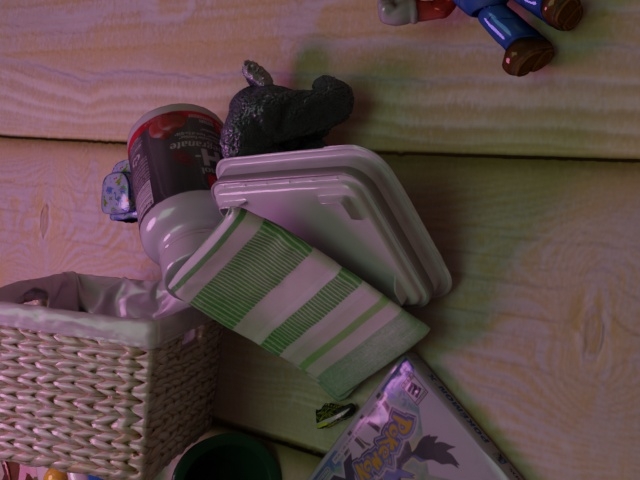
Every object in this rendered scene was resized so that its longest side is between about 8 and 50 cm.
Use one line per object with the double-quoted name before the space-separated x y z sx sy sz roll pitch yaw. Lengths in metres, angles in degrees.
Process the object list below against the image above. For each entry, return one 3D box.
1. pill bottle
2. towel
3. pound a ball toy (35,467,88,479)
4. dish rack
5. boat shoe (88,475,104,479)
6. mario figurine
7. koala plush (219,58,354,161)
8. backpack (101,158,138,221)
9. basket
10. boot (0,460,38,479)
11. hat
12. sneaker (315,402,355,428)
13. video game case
"pill bottle" -0.214 -0.060 1.619 0.176 0.176 0.318 -45 44 30
"towel" -0.041 0.097 1.433 0.325 0.038 0.248 35 136 -9
"pound a ball toy" -0.494 0.490 1.883 0.208 0.136 0.319 -27 69 23
"dish rack" 0.000 0.000 1.431 0.333 0.285 0.072 0 43 42
"boat shoe" -0.360 0.350 1.835 0.109 0.089 0.258 12 85 15
"mario figurine" 0.184 -0.361 1.335 0.198 0.170 0.320 -42 64 -8
"koala plush" -0.083 -0.188 1.568 0.221 0.203 0.196 -130 42 -56
"backpack" -0.357 -0.095 1.859 0.105 0.084 0.114 -4 82 39
"basket" -0.354 0.209 1.628 0.332 0.328 0.266 5 97 14
"boot" -0.611 0.428 2.063 0.115 0.112 0.305 -26 67 10
"hat" -0.176 0.413 1.695 0.172 0.209 0.183 63 172 0
"sneaker" 0.019 0.266 1.539 0.083 0.031 0.035 -33 66 35
"video game case" 0.128 0.381 1.433 0.300 0.036 0.329 50 118 32
